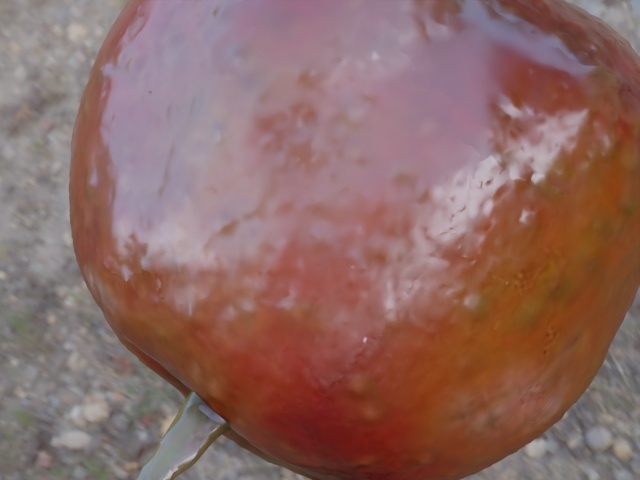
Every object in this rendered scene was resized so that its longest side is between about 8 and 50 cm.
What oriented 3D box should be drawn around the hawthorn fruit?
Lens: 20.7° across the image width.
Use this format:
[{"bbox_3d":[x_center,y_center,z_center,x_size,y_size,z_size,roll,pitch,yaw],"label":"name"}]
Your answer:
[{"bbox_3d":[0.000,0.000,0.840,0.287,0.287,0.330,28,75,25],"label":"hawthorn fruit"}]
